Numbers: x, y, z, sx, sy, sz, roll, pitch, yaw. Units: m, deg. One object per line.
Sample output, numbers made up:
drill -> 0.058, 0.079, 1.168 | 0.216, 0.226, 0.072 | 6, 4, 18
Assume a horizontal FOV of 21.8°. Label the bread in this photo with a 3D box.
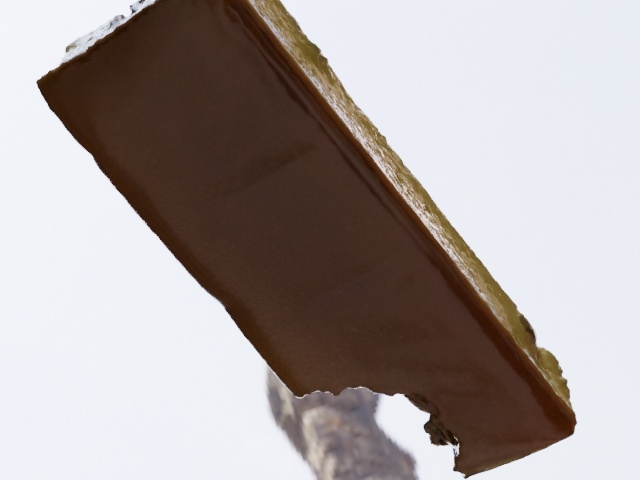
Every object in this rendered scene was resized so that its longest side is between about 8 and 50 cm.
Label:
bread -> 0.000, 0.000, 0.620 | 0.088, 0.049, 0.226 | -30, -70, 22
